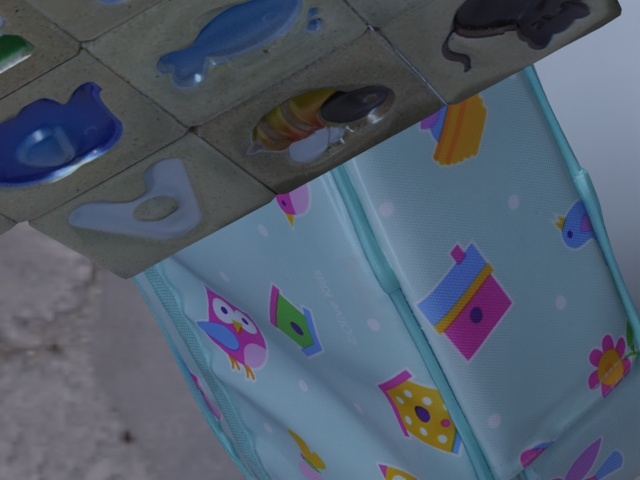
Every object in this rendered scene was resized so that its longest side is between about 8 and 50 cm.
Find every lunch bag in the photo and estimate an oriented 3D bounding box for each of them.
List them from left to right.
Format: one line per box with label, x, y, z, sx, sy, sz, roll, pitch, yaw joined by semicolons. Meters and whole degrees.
lunch bag;0.000;0.000;0.745;0.224;0.108;0.279;2;123;54

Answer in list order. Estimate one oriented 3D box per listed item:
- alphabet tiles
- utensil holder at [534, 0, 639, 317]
alphabet tiles;-0.058;-0.081;0.413;0.285;0.342;0.011;-28;62;14
utensil holder;0.281;-0.041;0.827;0.385;0.327;0.328;174;98;-71
